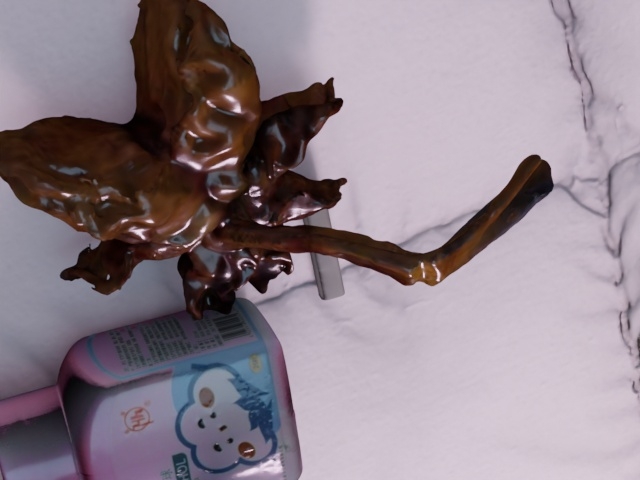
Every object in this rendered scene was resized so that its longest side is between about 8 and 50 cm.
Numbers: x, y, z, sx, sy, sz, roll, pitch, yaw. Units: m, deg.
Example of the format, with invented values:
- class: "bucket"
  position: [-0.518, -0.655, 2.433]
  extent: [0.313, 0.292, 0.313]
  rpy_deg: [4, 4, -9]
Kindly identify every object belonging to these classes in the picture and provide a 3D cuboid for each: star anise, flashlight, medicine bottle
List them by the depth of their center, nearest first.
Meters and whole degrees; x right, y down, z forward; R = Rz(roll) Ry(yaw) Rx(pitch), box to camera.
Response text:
- class: "star anise"
  position: [-0.033, -0.045, 0.824]
  extent: [0.346, 0.148, 0.237]
  rpy_deg: [6, 111, -4]
- class: "medicine bottle"
  position: [-0.116, 0.121, 0.898]
  extent: [0.188, 0.094, 0.119]
  rpy_deg: [-14, 114, -13]
- class: "flashlight"
  position: [0.000, 0.000, 0.930]
  extent: [0.018, 0.018, 0.083]
  rpy_deg: [-17, 116, -10]
